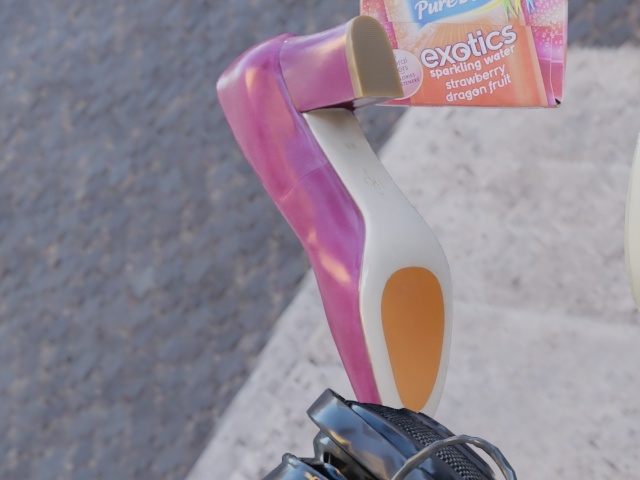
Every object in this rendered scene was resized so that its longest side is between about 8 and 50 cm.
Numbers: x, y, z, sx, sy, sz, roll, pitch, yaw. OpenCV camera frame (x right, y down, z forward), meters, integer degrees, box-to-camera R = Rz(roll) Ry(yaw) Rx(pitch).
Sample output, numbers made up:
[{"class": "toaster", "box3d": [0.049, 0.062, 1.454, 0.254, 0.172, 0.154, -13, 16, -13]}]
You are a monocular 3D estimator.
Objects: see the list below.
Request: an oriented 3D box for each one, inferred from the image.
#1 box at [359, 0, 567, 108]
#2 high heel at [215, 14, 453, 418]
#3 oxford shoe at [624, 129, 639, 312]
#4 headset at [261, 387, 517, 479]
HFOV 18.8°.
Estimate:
[{"class": "box", "box3d": [0.112, -0.180, 1.521, 0.300, 0.154, 0.142, -54, -34, -82]}, {"class": "high heel", "box3d": [0.000, 0.000, 1.088, 0.117, 0.082, 0.244, -17, 83, 41]}, {"class": "oxford shoe", "box3d": [0.264, -0.140, 0.695, 0.130, 0.169, 0.449, 32, 76, 30]}, {"class": "headset", "box3d": [0.020, 0.192, 0.871, 0.243, 0.185, 0.394, -50, -1, -29]}]
